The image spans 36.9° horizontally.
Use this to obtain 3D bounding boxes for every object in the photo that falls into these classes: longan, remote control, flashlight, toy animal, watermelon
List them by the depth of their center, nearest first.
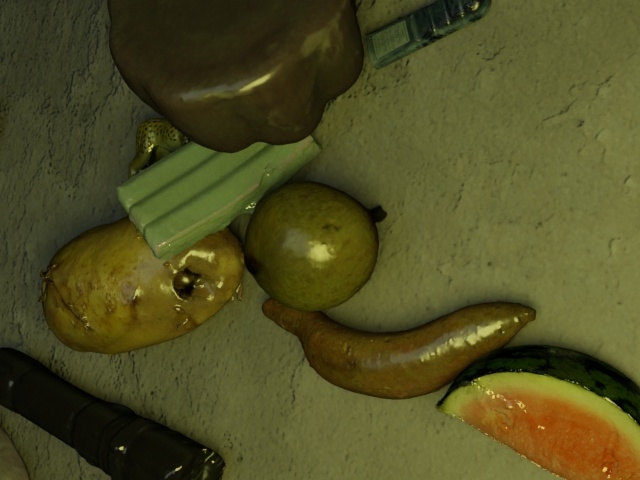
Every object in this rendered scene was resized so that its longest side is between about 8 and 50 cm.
[{"bbox_3d":[0.233,0.169,0.910,0.245,0.063,0.119,20,111,18],"label":"watermelon"},{"bbox_3d":[0.000,0.000,1.053,0.176,0.145,0.155,-26,47,-16],"label":"longan"},{"bbox_3d":[0.118,-0.242,1.071,0.152,0.027,0.044,-22,76,32],"label":"remote control"},{"bbox_3d":[-0.192,-0.128,1.249,0.181,0.073,0.136,-6,77,42],"label":"toy animal"},{"bbox_3d":[-0.299,0.239,1.257,0.423,0.103,0.103,19,95,36],"label":"flashlight"}]

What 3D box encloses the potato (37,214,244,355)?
[{"bbox_3d":[-0.229,0.052,1.199,0.300,0.140,0.173,-15,63,26],"label":"potato"}]

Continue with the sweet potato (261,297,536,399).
[{"bbox_3d":[0.064,0.117,1.037,0.346,0.079,0.108,1,54,36],"label":"sweet potato"}]

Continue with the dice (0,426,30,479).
[{"bbox_3d":[-0.583,0.383,1.322,0.271,0.270,0.270,46,109,30],"label":"dice"}]

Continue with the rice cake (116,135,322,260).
[{"bbox_3d":[-0.120,-0.079,1.130,0.237,0.043,0.127,-35,58,-13],"label":"rice cake"}]

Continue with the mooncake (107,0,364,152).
[{"bbox_3d":[-0.092,-0.244,1.098,0.305,0.154,0.306,-8,63,15],"label":"mooncake"}]
